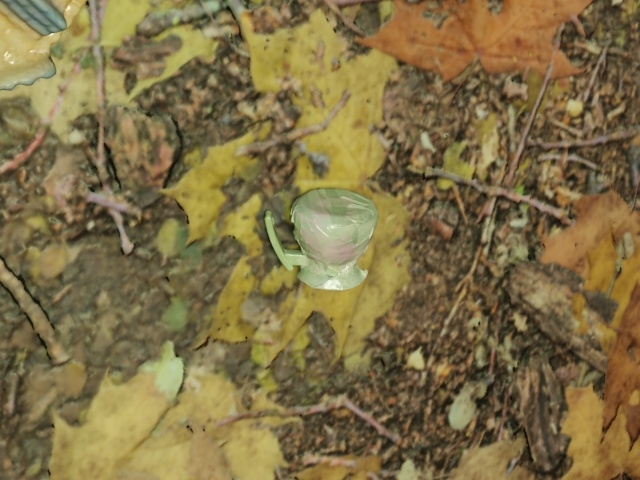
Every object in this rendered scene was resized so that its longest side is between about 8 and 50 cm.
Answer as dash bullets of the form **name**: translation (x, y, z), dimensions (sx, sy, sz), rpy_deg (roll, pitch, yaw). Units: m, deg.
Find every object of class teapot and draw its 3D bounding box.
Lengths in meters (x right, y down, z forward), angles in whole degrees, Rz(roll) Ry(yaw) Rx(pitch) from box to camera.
- **teapot**: translation (0.000, 0.000, 1.214), dimensions (0.083, 0.064, 0.064), rpy_deg (2, 115, -4)

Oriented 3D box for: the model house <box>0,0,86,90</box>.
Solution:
- **model house**: translation (-0.229, -0.163, 0.926), dimensions (0.172, 0.166, 0.183), rpy_deg (-52, 126, -5)
